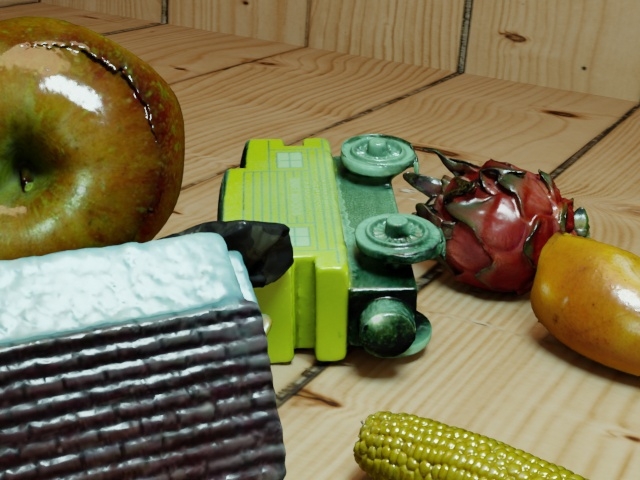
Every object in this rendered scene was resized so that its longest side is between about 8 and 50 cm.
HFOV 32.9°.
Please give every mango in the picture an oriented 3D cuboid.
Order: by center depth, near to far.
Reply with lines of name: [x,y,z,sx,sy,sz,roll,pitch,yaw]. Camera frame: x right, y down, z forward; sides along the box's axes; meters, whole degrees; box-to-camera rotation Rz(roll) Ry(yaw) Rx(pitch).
mango: [0.388,0.094,1.297,0.187,0.138,0.257,10,14,-47]

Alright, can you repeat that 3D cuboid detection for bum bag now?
bum bag: [-0.188,0.053,1.132,0.340,0.095,0.144,-23,-23,6]

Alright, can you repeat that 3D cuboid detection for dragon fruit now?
dragon fruit: [0.235,-0.025,1.494,0.274,0.193,0.192,17,25,12]

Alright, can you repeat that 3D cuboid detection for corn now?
corn: [0.144,0.220,0.964,0.260,0.091,0.091,18,16,36]

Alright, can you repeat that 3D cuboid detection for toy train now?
toy train: [0.000,0.000,1.378,0.272,0.179,0.442,-1,29,-3]

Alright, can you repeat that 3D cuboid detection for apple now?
apple: [-0.353,-0.089,1.322,0.384,0.374,0.374,-16,24,-10]

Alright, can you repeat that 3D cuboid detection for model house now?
model house: [-0.169,0.159,0.958,0.281,0.230,0.248,-9,62,-25]
